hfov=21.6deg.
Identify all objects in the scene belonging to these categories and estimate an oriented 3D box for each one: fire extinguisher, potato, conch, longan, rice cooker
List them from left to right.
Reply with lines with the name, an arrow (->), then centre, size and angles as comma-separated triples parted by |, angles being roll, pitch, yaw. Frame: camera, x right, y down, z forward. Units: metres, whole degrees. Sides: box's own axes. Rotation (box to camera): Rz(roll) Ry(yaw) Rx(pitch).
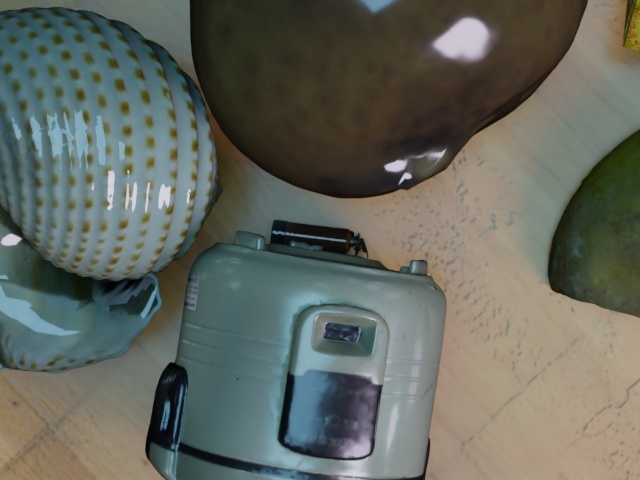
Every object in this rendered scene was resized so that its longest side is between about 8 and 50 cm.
conch -> -0.243, -0.057, 1.330 | 0.319, 0.215, 0.303 | 22, 127, -4
rice cooker -> -0.016, 0.120, 1.321 | 0.226, 0.226, 0.244 | 11, 93, 4
fire extinguisher -> 0.000, 0.000, 1.418 | 0.083, 0.022, 0.028 | 7, 129, 3
longan -> 0.048, -0.189, 1.274 | 0.319, 0.319, 0.319 | 0, 91, 4
potato -> 0.314, 0.012, 1.356 | 0.255, 0.112, 0.269 | -11, 88, 5

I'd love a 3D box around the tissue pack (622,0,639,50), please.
tissue pack -> 0.337, -0.191, 1.352 | 0.176, 0.062, 0.095 | 9, 50, 4
